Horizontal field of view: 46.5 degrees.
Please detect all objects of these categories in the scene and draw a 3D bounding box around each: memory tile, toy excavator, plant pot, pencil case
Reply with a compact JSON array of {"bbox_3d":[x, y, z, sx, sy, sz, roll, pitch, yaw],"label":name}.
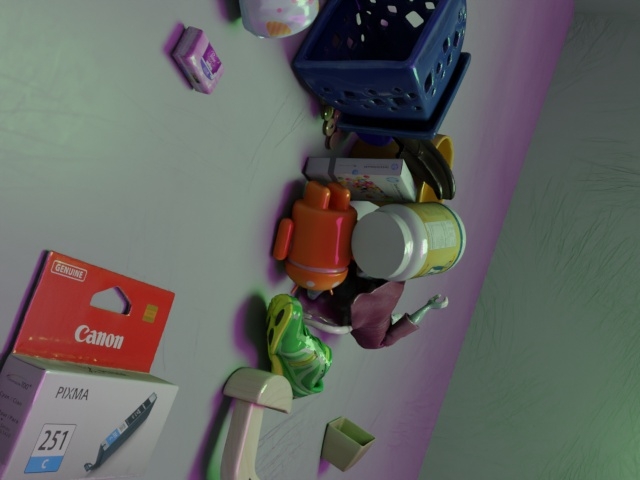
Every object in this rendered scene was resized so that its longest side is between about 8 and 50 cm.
[{"bbox_3d":[0.033,-0.260,1.460,0.113,0.012,0.148,-56,152,-36],"label":"memory tile"},{"bbox_3d":[-0.128,0.520,1.390,0.433,0.222,0.445,-60,145,-33],"label":"toy excavator"},{"bbox_3d":[0.164,-0.144,1.611,0.205,0.188,0.205,-48,147,-47],"label":"plant pot"},{"bbox_3d":[0.064,0.540,1.954,0.096,0.109,0.109,-63,159,9],"label":"plant pot"},{"bbox_3d":[-0.078,-0.402,0.984,0.124,0.113,0.273,-51,149,-24],"label":"pencil case"},{"bbox_3d":[0.129,-0.315,1.315,0.236,0.236,0.212,-63,144,-25],"label":"plant pot"}]

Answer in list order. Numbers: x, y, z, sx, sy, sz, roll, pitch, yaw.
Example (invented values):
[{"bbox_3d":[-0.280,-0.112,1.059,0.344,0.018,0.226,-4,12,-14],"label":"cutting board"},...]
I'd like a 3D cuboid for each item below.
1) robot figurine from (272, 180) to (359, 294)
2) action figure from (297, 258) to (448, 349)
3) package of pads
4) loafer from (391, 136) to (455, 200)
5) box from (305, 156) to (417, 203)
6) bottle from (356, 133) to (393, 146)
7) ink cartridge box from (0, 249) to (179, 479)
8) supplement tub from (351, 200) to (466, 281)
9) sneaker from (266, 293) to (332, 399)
[{"bbox_3d":[0.002,0.000,1.410,0.158,0.128,0.219,-21,124,-62],"label":"robot figurine"},{"bbox_3d":[0.112,0.165,1.622,0.275,0.248,0.370,-62,152,-25],"label":"action figure"},{"bbox_3d":[-0.162,-0.241,0.998,0.050,0.032,0.083,-65,156,-18],"label":"package of pads"},{"bbox_3d":[0.182,-0.163,1.443,0.078,0.220,0.080,-33,-178,-3],"label":"loafer"},{"bbox_3d":[0.082,-0.116,1.440,0.145,0.186,0.038,47,49,-65],"label":"box"},{"bbox_3d":[0.172,-0.324,1.533,0.283,0.092,0.118,-51,138,-20],"label":"bottle"},{"bbox_3d":[-0.281,0.173,0.957,0.261,0.066,0.296,-70,157,-7],"label":"ink cartridge box"},{"bbox_3d":[0.167,0.001,1.408,0.200,0.144,0.144,-7,112,-48],"label":"supplement tub"},{"bbox_3d":[-0.040,0.201,1.426,0.295,0.124,0.109,87,-3,-48],"label":"sneaker"}]
